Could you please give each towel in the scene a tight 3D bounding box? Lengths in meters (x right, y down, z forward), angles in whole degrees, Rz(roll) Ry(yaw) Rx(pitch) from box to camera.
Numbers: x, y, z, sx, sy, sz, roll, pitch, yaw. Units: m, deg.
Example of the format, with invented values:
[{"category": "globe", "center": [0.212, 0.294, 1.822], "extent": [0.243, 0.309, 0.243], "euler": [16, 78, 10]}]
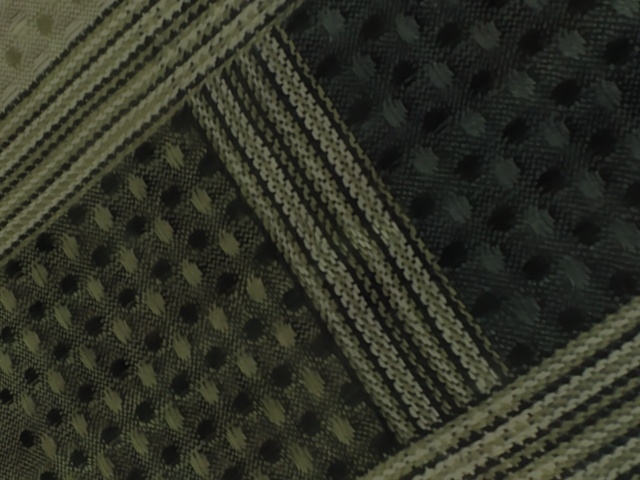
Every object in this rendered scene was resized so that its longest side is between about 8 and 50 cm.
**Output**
[{"category": "towel", "center": [0.000, 0.000, 0.372], "extent": [0.324, 0.056, 0.312], "euler": [-37, 77, 23]}]
